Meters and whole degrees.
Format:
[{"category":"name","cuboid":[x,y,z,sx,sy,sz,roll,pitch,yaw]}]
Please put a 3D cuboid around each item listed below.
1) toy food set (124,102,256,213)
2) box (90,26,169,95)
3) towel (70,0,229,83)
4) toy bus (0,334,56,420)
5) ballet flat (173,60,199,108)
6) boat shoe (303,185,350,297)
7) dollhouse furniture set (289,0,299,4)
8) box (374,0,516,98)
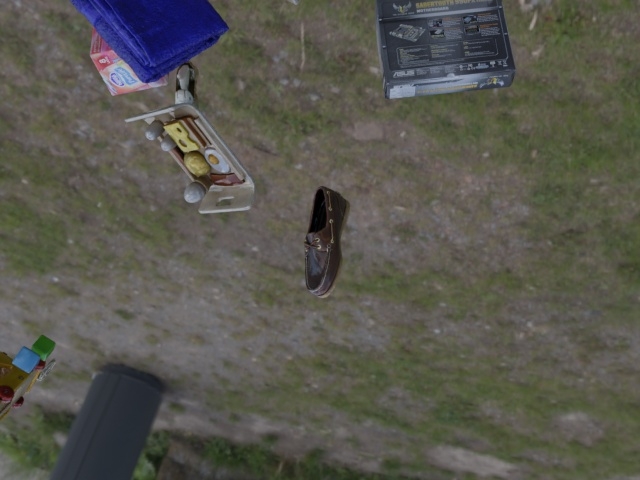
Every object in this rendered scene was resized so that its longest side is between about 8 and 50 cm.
[{"category":"toy food set","cuboid":[-0.314,-0.190,1.729,0.220,0.092,0.306,-1,135,47]},{"category":"box","cuboid":[-0.476,-0.530,1.825,0.154,0.300,0.142,-10,145,5]},{"category":"towel","cuboid":[-0.358,-0.485,1.433,0.308,0.228,0.076,49,159,1]},{"category":"toy bus","cuboid":[-0.519,0.224,1.135,0.104,0.191,0.202,34,153,-5]},{"category":"ballet flat","cuboid":[-0.362,-0.395,1.916,0.073,0.206,0.067,-9,152,7]},{"category":"boat shoe","cuboid":[0.000,0.000,1.327,0.073,0.207,0.073,-12,150,37]},{"category":"dollhouse furniture set","cuboid":[-0.129,-0.770,1.717,0.286,0.198,0.303,43,180,42]},{"category":"box","cuboid":[0.220,-0.357,1.305,0.231,0.183,0.056,-6,160,1]}]
